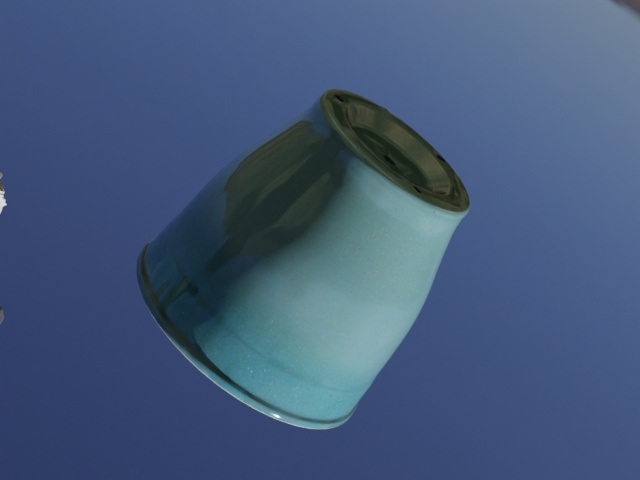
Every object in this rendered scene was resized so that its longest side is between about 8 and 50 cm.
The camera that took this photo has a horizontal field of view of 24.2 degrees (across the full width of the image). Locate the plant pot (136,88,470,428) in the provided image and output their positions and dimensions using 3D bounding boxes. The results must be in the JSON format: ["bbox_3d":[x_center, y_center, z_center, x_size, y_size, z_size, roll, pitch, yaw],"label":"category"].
[{"bbox_3d":[0.000,0.000,1.468,0.271,0.255,0.272,33,-158,-15],"label":"plant pot"}]

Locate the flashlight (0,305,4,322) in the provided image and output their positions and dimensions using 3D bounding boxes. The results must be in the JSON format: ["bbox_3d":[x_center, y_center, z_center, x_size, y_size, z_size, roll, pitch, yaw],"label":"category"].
[{"bbox_3d":[-0.490,0.056,1.577,0.304,0.103,0.103,23,-177,25],"label":"flashlight"}]

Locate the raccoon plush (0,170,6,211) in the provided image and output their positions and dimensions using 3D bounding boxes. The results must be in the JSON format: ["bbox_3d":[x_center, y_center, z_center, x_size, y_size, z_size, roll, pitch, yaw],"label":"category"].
[{"bbox_3d":[-0.320,-0.263,1.236,0.216,0.446,0.299,20,-126,16],"label":"raccoon plush"}]
